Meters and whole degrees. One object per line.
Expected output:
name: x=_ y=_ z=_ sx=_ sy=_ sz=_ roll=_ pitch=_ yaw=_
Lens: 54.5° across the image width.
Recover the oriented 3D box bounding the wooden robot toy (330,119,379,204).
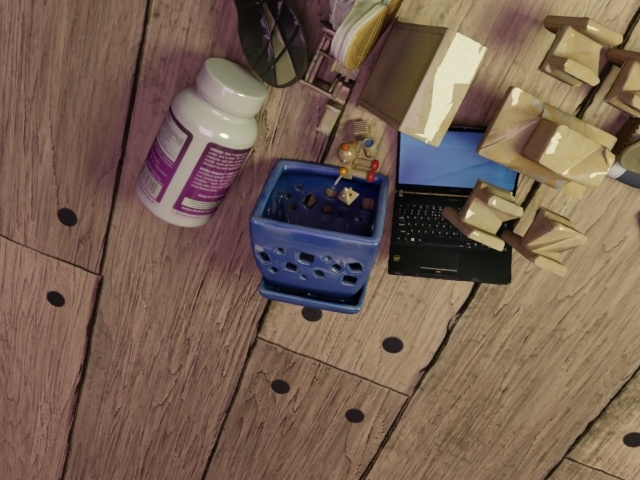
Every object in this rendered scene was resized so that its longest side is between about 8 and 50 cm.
wooden robot toy: x=0.063 y=-0.155 z=1.125 sx=0.076 sy=0.173 sz=0.079 roll=11 pitch=155 yaw=22

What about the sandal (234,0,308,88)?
sandal: x=-0.096 y=-0.416 z=1.075 sx=0.120 sy=0.086 sz=0.302 roll=-17 pitch=99 yaw=26

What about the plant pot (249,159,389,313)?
plant pot: x=0.000 y=0.000 z=1.203 sx=0.236 sy=0.236 sz=0.212 roll=9 pitch=127 yaw=6

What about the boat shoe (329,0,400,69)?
boat shoe: x=0.054 y=-0.350 z=0.968 sx=0.096 sy=0.277 sz=0.098 roll=29 pitch=129 yaw=1

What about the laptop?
laptop: x=0.250 y=-0.065 z=1.157 sx=0.235 sy=0.136 sz=0.264 roll=5 pitch=78 yaw=10

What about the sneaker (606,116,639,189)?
sneaker: x=0.617 y=-0.192 z=1.035 sx=0.153 sy=0.099 sz=0.282 roll=30 pitch=127 yaw=0

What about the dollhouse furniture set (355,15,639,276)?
dollhouse furniture set: x=0.292 y=-0.201 z=1.035 sx=0.394 sy=0.256 sz=0.362 roll=20 pitch=107 yaw=-18

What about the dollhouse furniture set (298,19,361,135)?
dollhouse furniture set: x=0.000 y=-0.269 z=1.086 sx=0.101 sy=0.161 sz=0.181 roll=26 pitch=120 yaw=-3

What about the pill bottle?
pill bottle: x=-0.221 y=-0.184 z=1.176 sx=0.169 sy=0.169 sz=0.301 roll=32 pitch=120 yaw=-7

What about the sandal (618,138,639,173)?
sandal: x=0.582 y=-0.118 z=1.007 sx=0.180 sy=0.049 sz=0.072 roll=20 pitch=129 yaw=10
